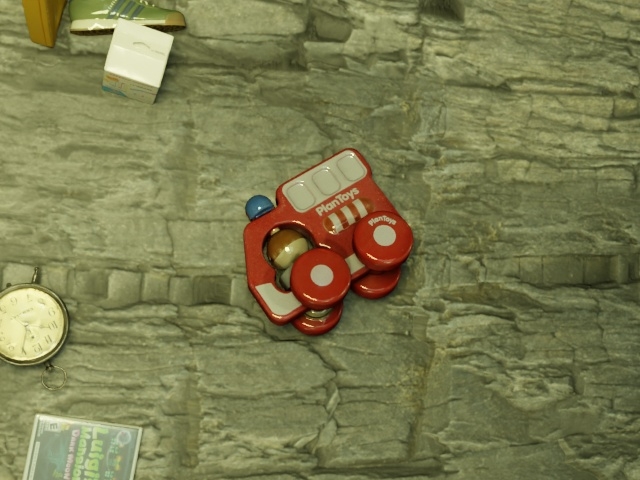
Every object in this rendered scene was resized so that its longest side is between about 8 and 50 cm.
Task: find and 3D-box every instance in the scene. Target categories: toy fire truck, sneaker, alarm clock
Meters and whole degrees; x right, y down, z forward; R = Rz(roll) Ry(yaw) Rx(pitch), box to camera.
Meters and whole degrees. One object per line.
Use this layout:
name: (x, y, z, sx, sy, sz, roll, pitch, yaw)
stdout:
toy fire truck: (0.000, 0.000, 1.432, 0.302, 0.169, 0.254, -30, 71, -16)
sneaker: (-0.326, -0.394, 1.396, 0.192, 0.064, 0.086, -6, 93, -13)
alarm clock: (-0.458, 0.150, 1.325, 0.129, 0.064, 0.192, -26, 90, -16)

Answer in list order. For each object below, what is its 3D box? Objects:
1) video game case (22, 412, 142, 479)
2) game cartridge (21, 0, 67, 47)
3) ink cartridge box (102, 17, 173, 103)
video game case: (-0.392, 0.386, 1.350, 0.173, 0.022, 0.190, 11, 83, -15)
game cartridge: (-0.390, -0.487, 1.271, 0.052, 0.285, 0.324, 13, 84, -14)
ink cartridge box: (-0.300, -0.291, 1.357, 0.092, 0.143, 0.090, 15, 82, -14)
